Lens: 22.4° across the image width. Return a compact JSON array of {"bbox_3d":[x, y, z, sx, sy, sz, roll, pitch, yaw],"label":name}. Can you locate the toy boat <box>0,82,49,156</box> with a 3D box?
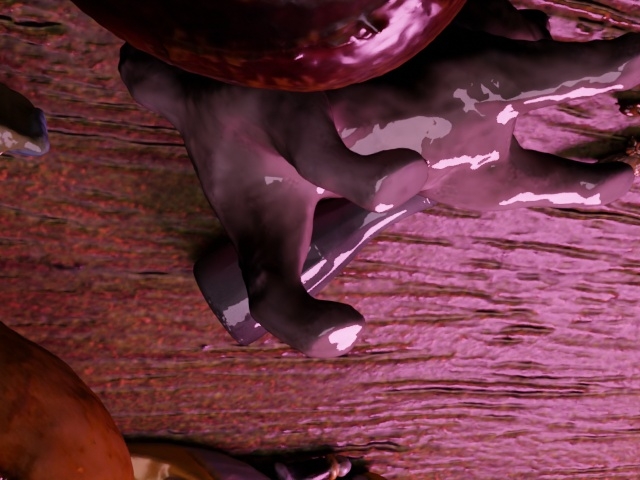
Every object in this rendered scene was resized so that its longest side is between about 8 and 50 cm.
[{"bbox_3d":[-0.346,-0.073,1.198,0.276,0.111,0.084,-16,126,-3],"label":"toy boat"}]

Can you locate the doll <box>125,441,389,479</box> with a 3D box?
[{"bbox_3d":[-0.082,0.278,1.583,0.316,0.103,0.145,1,124,-25],"label":"doll"}]

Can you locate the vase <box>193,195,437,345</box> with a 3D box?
[{"bbox_3d":[0.000,0.000,1.391,0.214,0.086,0.086,-33,131,5],"label":"vase"}]

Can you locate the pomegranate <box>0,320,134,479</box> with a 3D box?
[{"bbox_3d":[-0.345,0.241,1.322,0.410,0.410,0.410,-9,131,-10],"label":"pomegranate"}]

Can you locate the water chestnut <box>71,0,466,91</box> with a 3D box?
[{"bbox_3d":[-0.027,-0.256,1.036,0.350,0.350,0.302,-25,159,4],"label":"water chestnut"}]

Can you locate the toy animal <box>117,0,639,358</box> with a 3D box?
[{"bbox_3d":[0.040,-0.118,1.221,0.344,0.302,0.194,-25,142,-29],"label":"toy animal"}]

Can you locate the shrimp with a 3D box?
[{"bbox_3d":[0.262,-0.085,1.437,0.114,0.023,0.083,-21,129,-7],"label":"shrimp"}]
